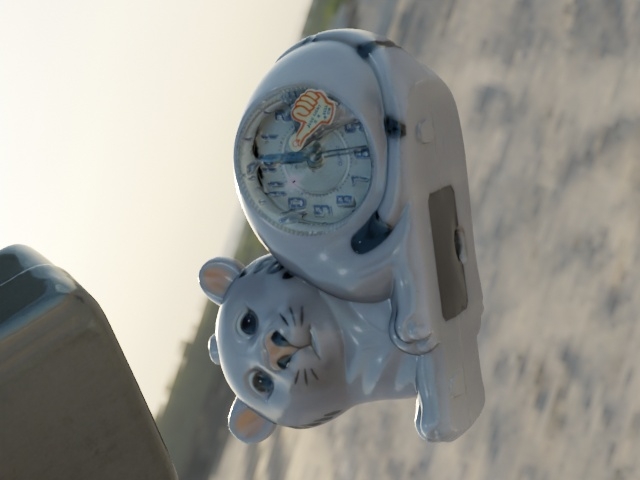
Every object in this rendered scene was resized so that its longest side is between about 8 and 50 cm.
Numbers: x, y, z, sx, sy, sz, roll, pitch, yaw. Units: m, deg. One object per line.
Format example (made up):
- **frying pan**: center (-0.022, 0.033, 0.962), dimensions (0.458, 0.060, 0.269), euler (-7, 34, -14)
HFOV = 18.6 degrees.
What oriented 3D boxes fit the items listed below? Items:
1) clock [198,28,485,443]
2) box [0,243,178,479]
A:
- **clock**: center (0.000, 0.000, 0.831), dimensions (0.080, 0.117, 0.176), euler (-25, -70, -67)
- **box**: center (-0.163, 0.103, 0.587), dimensions (0.243, 0.055, 0.103), euler (-34, -50, -19)
